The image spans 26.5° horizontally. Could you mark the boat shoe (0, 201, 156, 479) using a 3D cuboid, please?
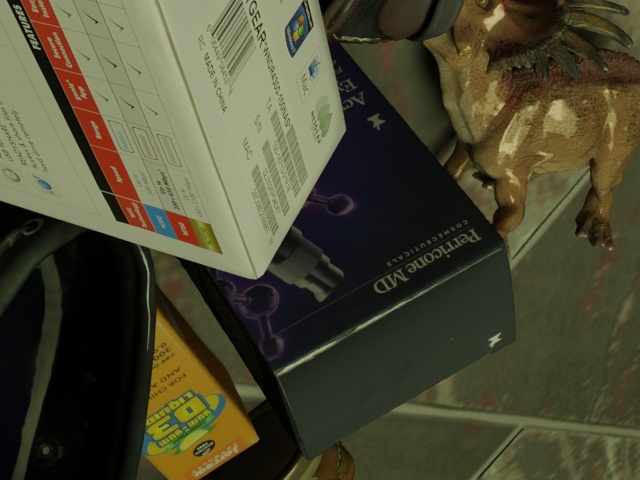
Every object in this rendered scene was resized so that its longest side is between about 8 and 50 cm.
[{"bbox_3d":[-0.182,0.199,0.674,0.156,0.500,0.187,-6,156,33],"label":"boat shoe"}]

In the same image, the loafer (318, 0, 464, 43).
[{"bbox_3d":[0.038,-0.218,0.705,0.095,0.109,0.302,-17,143,-19],"label":"loafer"}]

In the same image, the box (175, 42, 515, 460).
[{"bbox_3d":[0.000,0.000,0.824,0.153,0.207,0.108,-30,144,-11],"label":"box"}]

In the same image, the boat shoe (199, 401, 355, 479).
[{"bbox_3d":[-0.096,0.271,1.121,0.307,0.110,0.104,-40,134,5],"label":"boat shoe"}]

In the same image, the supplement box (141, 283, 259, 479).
[{"bbox_3d":[-0.120,0.086,0.932,0.078,0.080,0.233,-33,147,-2],"label":"supplement box"}]

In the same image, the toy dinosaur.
[{"bbox_3d":[0.168,-0.098,0.943,0.296,0.127,0.200,-5,127,-45],"label":"toy dinosaur"}]

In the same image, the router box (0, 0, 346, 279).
[{"bbox_3d":[-0.164,-0.148,0.441,0.082,0.301,0.335,-61,156,-28],"label":"router box"}]
